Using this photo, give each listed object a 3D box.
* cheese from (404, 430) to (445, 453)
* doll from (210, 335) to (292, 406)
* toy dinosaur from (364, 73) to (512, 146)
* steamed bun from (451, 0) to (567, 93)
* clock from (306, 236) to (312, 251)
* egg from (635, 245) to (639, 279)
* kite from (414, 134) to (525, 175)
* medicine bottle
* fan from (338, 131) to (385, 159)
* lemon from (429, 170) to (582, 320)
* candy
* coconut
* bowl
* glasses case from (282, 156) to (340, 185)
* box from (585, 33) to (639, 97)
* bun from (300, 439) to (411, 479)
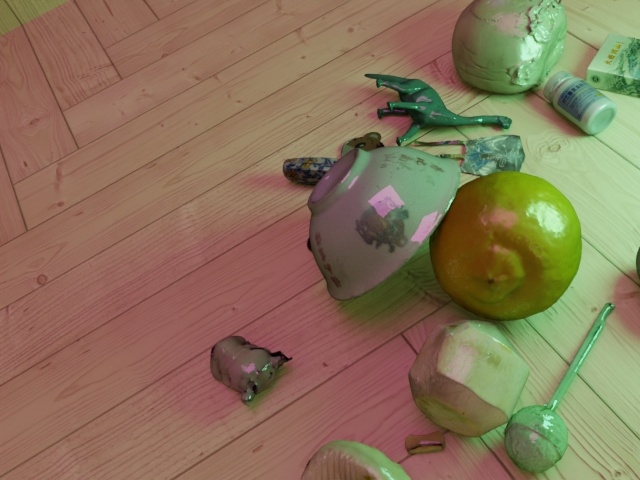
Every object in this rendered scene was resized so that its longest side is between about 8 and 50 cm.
[{"bbox_3d":[0.217,0.420,1.333,0.083,0.030,0.044,-12,32,14],"label":"cheese"},{"bbox_3d":[-0.177,0.291,1.502,0.192,0.095,0.149,25,62,33],"label":"doll"},{"bbox_3d":[0.342,-0.420,1.890,0.331,0.129,0.383,-13,50,-7],"label":"toy dinosaur"},{"bbox_3d":[0.543,-0.610,1.871,0.312,0.233,0.333,18,60,26],"label":"steamed bun"},{"bbox_3d":[0.000,0.000,1.718,0.074,0.010,0.083,23,64,29],"label":"clock"},{"bbox_3d":[0.762,0.069,1.360,0.147,0.146,0.198,-19,43,2],"label":"egg"},{"bbox_3d":[0.410,-0.243,1.778,0.310,0.015,0.169,9,57,19],"label":"kite"},{"bbox_3d":[0.703,-0.378,1.735,0.103,0.102,0.186,-29,53,-6],"label":"medicine bottle"},{"bbox_3d":[0.088,-0.242,1.872,0.227,0.008,0.152,-19,53,1],"label":"fan"},{"bbox_3d":[0.403,0.007,1.398,0.348,0.348,0.347,-8,53,11],"label":"lemon"},{"bbox_3d":[0.510,0.284,1.319,0.119,0.119,0.440,24,57,29],"label":"candy"},{"bbox_3d":[0.301,0.268,1.305,0.241,0.241,0.241,-8,53,11],"label":"coconut"},{"bbox_3d":[0.098,-0.086,1.488,0.435,0.196,0.434,-46,16,17],"label":"bowl"},{"bbox_3d":[0.013,-0.194,1.808,0.248,0.087,0.065,6,60,20],"label":"glasses case"},{"bbox_3d":[0.898,-0.478,1.774,0.257,0.069,0.164,23,64,29],"label":"box"},{"bbox_3d":[0.082,0.516,1.216,0.259,0.160,0.259,-8,73,28],"label":"bun"}]
